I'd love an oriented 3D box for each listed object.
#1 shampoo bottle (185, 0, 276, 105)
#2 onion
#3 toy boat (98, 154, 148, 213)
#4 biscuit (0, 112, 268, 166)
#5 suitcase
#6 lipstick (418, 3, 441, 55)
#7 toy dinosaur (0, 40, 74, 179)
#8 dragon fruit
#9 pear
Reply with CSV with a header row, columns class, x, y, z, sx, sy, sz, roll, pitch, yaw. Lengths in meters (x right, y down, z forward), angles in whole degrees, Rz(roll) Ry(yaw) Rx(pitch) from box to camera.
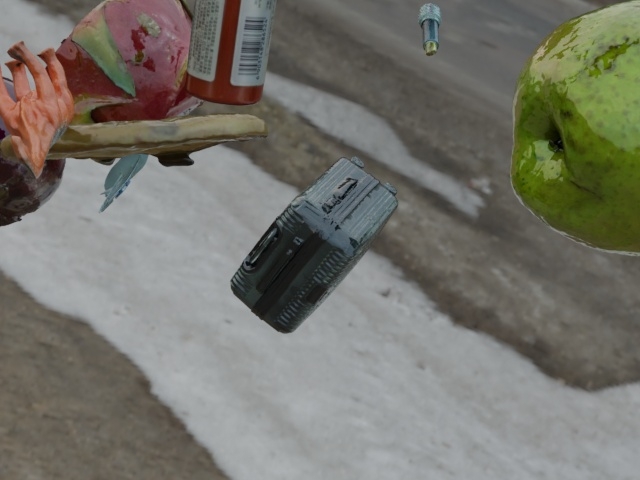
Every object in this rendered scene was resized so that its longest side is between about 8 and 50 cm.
class,x,y,z,sx,sy,sz,roll,pitch,yaw
shampoo bottle,-0.107,-0.319,1.528,0.104,0.278,0.104,9,20,-3
onion,-0.650,-0.193,2.227,0.337,0.260,0.282,-1,45,-7
toy boat,-0.293,-0.099,1.769,0.034,0.105,0.149,41,10,-11
biscuit,-0.176,-0.096,1.126,0.260,0.041,0.203,-5,-2,14
suitcase,0.000,0.000,1.767,0.128,0.202,0.312,40,24,3
lipstick,0.170,-0.317,1.833,0.037,0.037,0.116,15,43,-12
toy dinosaur,-0.230,-0.108,0.956,0.055,0.101,0.279,-23,11,4
dragon fruit,-0.284,-0.238,1.829,0.189,0.290,0.290,49,28,3
pear,0.434,-0.158,1.662,0.391,0.391,0.391,17,25,-8
